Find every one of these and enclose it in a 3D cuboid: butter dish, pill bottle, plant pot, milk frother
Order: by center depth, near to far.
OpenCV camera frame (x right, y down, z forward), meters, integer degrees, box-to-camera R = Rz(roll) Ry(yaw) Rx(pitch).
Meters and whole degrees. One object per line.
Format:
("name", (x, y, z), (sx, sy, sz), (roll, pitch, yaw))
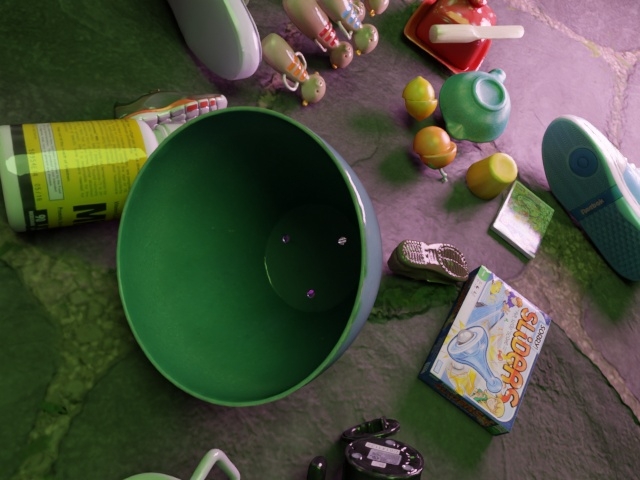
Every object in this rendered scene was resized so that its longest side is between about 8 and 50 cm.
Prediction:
("milk frother", (0.060, 0.284, 0.640), (0.143, 0.129, 0.135), (-5, 103, -55))
("plant pot", (-0.049, 0.018, 0.641), (0.195, 0.290, 0.290), (5, 56, -63))
("pill bottle", (-0.255, -0.081, 0.667), (0.208, 0.119, 0.119), (-10, 70, -26))
("butter dish", (0.260, -0.406, 1.051), (0.159, 0.118, 0.160), (36, 56, -4))

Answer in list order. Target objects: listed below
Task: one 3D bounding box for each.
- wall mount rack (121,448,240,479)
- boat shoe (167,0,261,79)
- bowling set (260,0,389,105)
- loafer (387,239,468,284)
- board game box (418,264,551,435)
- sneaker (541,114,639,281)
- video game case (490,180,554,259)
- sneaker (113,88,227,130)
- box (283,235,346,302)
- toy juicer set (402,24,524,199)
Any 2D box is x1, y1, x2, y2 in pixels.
("wall mount rack", (-0.071, 0.357, 0.474), (0.350, 0.131, 0.304), (12, 51, 24))
("boat shoe", (-0.157, -0.397, 0.872), (0.156, 0.136, 0.367), (-22, 66, -33))
("bowling set", (0.048, -0.350, 0.878), (0.154, 0.199, 0.287), (39, 58, -35))
("loafer", (0.156, 0.032, 0.831), (0.148, 0.050, 0.056), (18, 62, -33))
("board game box", (0.238, 0.151, 0.813), (0.136, 0.035, 0.201), (37, 57, -2))
("sneaker", (0.538, -0.104, 1.019), (0.208, 0.127, 0.319), (-30, 89, -30))
("video game case", (0.342, -0.036, 0.965), (0.087, 0.011, 0.122), (38, 57, -2))
("sneaker", (-0.205, -0.186, 0.779), (0.157, 0.061, 0.065), (-20, 68, -30))
("box", (0.000, 0.000, 0.790), (0.116, 0.029, 0.162), (-16, 71, -28))
("toy juicer set", (0.234, -0.243, 0.978), (0.209, 0.089, 0.329), (13, 72, -12))
